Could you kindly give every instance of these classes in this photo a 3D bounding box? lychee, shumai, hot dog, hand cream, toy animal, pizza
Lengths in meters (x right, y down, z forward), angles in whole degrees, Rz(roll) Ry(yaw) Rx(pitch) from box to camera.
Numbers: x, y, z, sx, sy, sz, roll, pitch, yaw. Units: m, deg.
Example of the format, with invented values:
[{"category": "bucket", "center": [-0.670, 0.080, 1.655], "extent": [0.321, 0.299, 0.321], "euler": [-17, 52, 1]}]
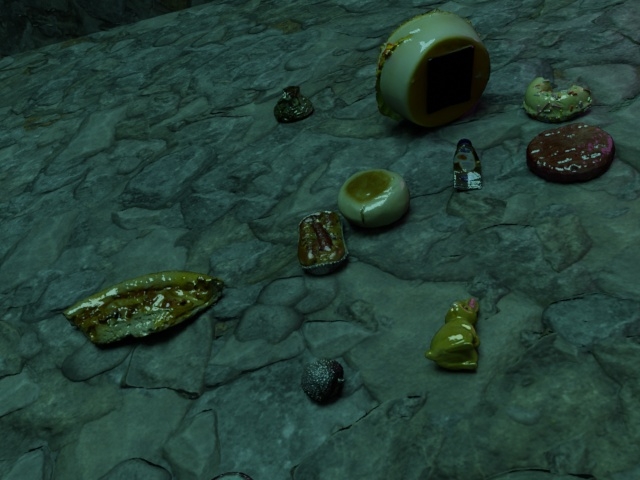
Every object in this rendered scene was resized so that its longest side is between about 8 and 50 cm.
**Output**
[{"category": "lychee", "center": [0.006, 0.232, 1.123], "extent": [0.083, 0.068, 0.067], "euler": [-8, -4, 21]}, {"category": "shumai", "center": [-0.088, -0.402, 1.951], "extent": [0.124, 0.087, 0.099], "euler": [-5, 40, 22]}, {"category": "hot dog", "center": [0.000, 0.000, 1.426], "extent": [0.108, 0.059, 0.191], "euler": [-12, 35, 4]}, {"category": "hand cream", "center": [0.326, -0.171, 1.508], "extent": [0.062, 0.039, 0.163], "euler": [3, 42, 4]}, {"category": "toy animal", "center": [0.230, 0.142, 1.132], "extent": [0.083, 0.070, 0.159], "euler": [-3, 35, 24]}, {"category": "pizza", "center": [-0.378, 0.138, 1.409], "extent": [0.366, 0.073, 0.182], "euler": [-10, 29, 15]}]

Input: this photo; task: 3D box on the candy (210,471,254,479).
[{"category": "candy", "center": [-0.135, 0.393, 0.997], "extent": [0.103, 0.043, 0.103], "euler": [-13, 37, 10]}]

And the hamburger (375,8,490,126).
[{"category": "hamburger", "center": [0.269, -0.420, 1.655], "extent": [0.294, 0.276, 0.179], "euler": [-21, 47, -9]}]

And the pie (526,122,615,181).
[{"category": "pie", "center": [0.526, -0.188, 1.425], "extent": [0.182, 0.049, 0.182], "euler": [-13, 39, 11]}]

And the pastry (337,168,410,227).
[{"category": "pastry", "center": [0.114, -0.087, 1.454], "extent": [0.157, 0.092, 0.156], "euler": [-16, 35, 11]}]

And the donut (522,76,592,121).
[{"category": "donut", "center": [0.541, -0.333, 1.587], "extent": [0.108, 0.065, 0.166], "euler": [-33, 38, -16]}]
